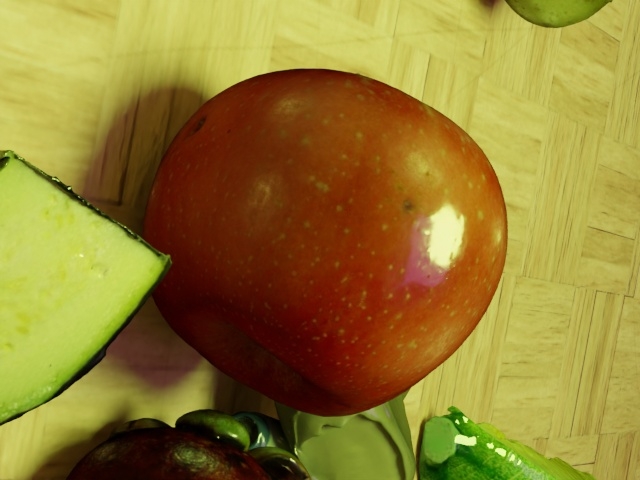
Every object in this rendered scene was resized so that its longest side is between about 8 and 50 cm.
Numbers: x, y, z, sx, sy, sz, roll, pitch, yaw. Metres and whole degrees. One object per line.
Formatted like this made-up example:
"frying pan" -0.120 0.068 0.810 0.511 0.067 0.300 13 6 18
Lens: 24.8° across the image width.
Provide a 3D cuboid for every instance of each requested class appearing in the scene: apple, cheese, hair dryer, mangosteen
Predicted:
"apple" 0.000 0.000 1.053 0.216 0.260 0.260 -61 145 -19
"cheese" 0.022 0.121 1.242 0.202 0.091 0.175 -84 152 -58
"hair dryer" -0.071 0.244 1.223 0.199 0.067 0.167 -64 153 -6
"mangosteen" -0.095 0.200 1.044 0.200 0.200 0.200 -25 120 -54

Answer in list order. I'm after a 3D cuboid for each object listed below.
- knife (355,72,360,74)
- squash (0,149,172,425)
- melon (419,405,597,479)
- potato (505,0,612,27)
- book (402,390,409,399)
"knife" -0.009 -0.095 1.241 0.026 0.022 0.184 58 44 -14
"squash" -0.215 0.027 0.901 0.184 0.085 0.192 -47 143 1
"melon" 0.207 0.294 1.635 0.323 0.196 0.124 35 34 -49
"potato" 0.238 -0.363 1.430 0.210 0.173 0.307 -31 122 -54
"book" 0.050 0.133 1.416 0.198 0.016 0.138 -55 142 -36
